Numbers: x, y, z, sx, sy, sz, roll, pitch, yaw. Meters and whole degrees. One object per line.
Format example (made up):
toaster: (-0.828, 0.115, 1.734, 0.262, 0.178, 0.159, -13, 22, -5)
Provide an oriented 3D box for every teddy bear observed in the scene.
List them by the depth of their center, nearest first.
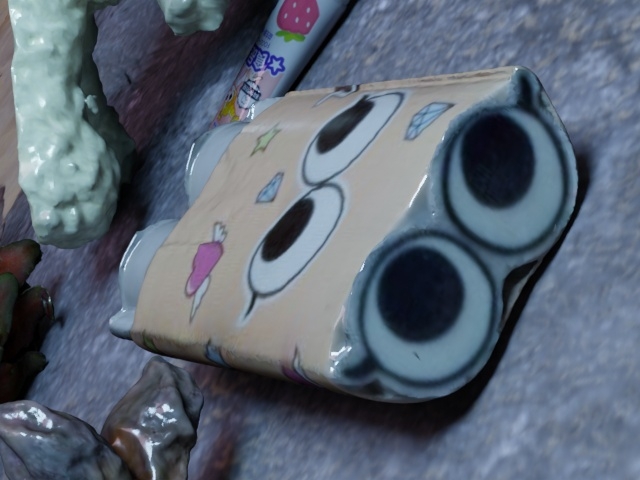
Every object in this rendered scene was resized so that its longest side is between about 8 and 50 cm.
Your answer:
teddy bear: (-0.052, -0.209, 1.240, 0.362, 0.375, 0.327, -8, 12, 0)

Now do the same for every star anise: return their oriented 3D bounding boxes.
star anise: (-0.063, 0.135, 0.803, 0.227, 0.148, 0.218, -11, 53, 47)

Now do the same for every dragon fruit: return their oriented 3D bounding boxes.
dragon fruit: (-0.295, 0.078, 1.273, 0.182, 0.189, 0.182, -4, 84, 42)

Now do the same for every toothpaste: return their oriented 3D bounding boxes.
toothpaste: (-0.036, -0.114, 1.180, 0.194, 0.043, 0.067, -57, 24, 12)

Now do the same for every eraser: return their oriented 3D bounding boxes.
eraser: (0.000, 0.000, 0.891, 0.171, 0.087, 0.290, -56, 22, -14)
